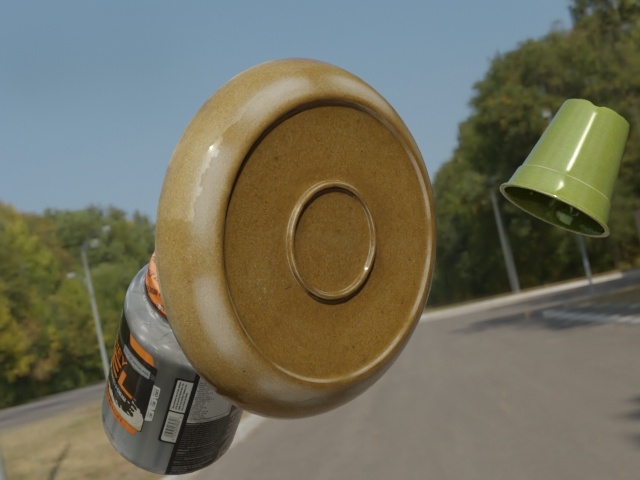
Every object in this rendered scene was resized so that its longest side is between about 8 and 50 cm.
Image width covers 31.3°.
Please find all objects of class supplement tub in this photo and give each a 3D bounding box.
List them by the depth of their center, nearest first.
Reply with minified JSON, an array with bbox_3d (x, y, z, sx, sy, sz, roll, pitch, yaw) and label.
[{"bbox_3d":[-0.175,0.148,1.501,0.193,0.194,0.316,-10,-40,-30],"label":"supplement tub"}]

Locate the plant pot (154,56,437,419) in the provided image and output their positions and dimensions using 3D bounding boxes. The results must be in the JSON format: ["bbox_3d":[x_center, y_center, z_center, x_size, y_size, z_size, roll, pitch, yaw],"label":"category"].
[{"bbox_3d":[0.000,0.000,0.737,0.236,0.236,0.032,-9,9,-41],"label":"plant pot"}]

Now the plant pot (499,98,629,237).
[{"bbox_3d":[0.182,-0.055,0.813,0.083,0.079,0.083,26,-6,3],"label":"plant pot"}]
